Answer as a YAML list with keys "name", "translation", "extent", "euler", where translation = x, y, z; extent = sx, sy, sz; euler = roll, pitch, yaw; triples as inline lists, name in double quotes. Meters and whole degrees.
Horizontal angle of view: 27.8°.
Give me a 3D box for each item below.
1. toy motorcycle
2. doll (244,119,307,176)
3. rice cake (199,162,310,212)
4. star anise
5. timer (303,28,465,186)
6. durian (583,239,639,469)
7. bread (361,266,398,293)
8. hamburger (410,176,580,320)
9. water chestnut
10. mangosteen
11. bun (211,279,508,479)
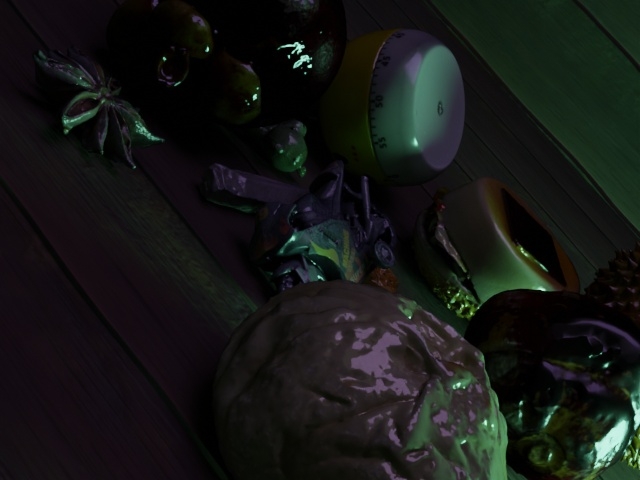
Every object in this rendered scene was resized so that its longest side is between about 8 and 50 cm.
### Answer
- name: "toy motorcycle"
  translation: [0.000, 0.000, 1.721]
  extent: [0.173, 0.108, 0.307]
  euler: [51, 35, -5]
- name: "doll"
  translation: [-0.071, -0.167, 1.973]
  extent: [0.150, 0.077, 0.115]
  euler: [46, 8, 36]
- name: "rice cake"
  translation: [-0.073, -0.060, 1.801]
  extent: [0.270, 0.049, 0.055]
  euler: [10, 62, -55]
- name: "star anise"
  translation: [-0.281, -0.160, 1.595]
  extent: [0.182, 0.065, 0.195]
  euler: [50, 18, 1]
- name: "timer"
  translation: [0.080, -0.221, 2.161]
  extent: [0.285, 0.285, 0.285]
  euler: [37, 23, -19]
- name: "durian"
  translation: [0.543, 0.185, 2.040]
  extent: [0.347, 0.347, 0.384]
  euler: [-45, 122, -68]
- name: "bread"
  translation: [0.064, 0.046, 1.858]
  extent: [0.111, 0.044, 0.083]
  euler: [45, 23, -5]
- name: "hamburger"
  translation: [0.280, 0.038, 2.089]
  extent: [0.302, 0.170, 0.302]
  euler: [39, 25, -22]
- name: "water chestnut"
  translation: [0.320, 0.194, 1.784]
  extent: [0.289, 0.289, 0.244]
  euler: [43, -10, -4]
- name: "mangosteen"
  translation: [-0.129, -0.288, 1.812]
  extent: [0.307, 0.307, 0.347]
  euler: [47, 53, 6]
- name: "bun"
  translation: [0.067, 0.193, 1.354]
  extent: [0.349, 0.227, 0.352]
  euler: [31, 27, -34]
